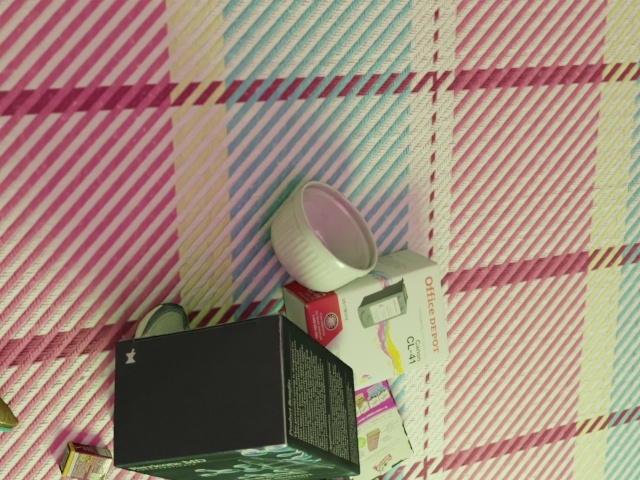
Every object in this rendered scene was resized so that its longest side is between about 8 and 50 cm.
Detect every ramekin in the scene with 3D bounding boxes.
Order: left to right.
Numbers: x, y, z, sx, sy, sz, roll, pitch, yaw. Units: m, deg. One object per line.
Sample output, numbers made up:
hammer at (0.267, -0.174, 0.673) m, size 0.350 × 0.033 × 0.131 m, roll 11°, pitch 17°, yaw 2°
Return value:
ramekin at (0.000, 0.000, 1.680) m, size 0.207 × 0.207 × 0.109 m, roll 35°, pitch 122°, yaw -29°

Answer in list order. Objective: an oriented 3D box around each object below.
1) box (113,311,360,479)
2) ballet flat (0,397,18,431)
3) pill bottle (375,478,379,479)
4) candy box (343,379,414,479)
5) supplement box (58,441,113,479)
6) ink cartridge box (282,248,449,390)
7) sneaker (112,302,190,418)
box at (-0.128, 0.295, 1.524) m, size 0.395 × 0.294 × 0.211 m, roll 47°, pitch 36°, yaw -61°
ballet flat at (-0.671, 0.239, 1.486) m, size 0.342 × 0.116 × 0.124 m, roll 14°, pitch 78°, yaw -24°
pill bottle at (0.116, 0.597, 1.956) m, size 0.086 × 0.086 × 0.152 m, roll -32°, pitch 114°, yaw -15°
candy box at (0.090, 0.397, 1.899) m, size 0.159 × 0.071 × 0.233 m, roll -27°, pitch 113°, yaw -17°
supplement box at (-0.442, 0.418, 1.665) m, size 0.083 × 0.043 × 0.055 m, roll 20°, pitch 94°, yaw -28°
ink cartridge box at (0.095, 0.169, 1.808) m, size 0.306 × 0.131 × 0.226 m, roll -16°, pitch 110°, yaw -20°
sneaker at (-0.297, 0.258, 1.647) m, size 0.110 × 0.122 × 0.283 m, roll 12°, pitch 98°, yaw -28°
